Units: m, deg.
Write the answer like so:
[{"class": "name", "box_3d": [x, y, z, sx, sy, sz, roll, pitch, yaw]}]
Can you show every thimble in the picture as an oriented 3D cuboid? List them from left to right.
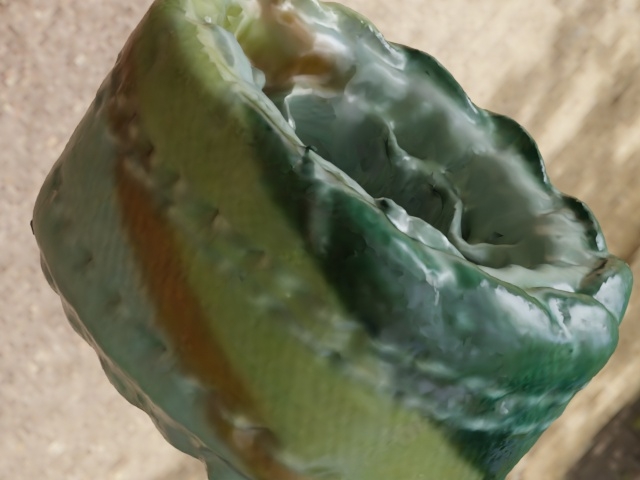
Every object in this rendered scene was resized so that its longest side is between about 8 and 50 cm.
[{"class": "thimble", "box_3d": [0.000, 0.000, 0.855, 0.167, 0.288, 0.254, -51, 161, 24]}]
